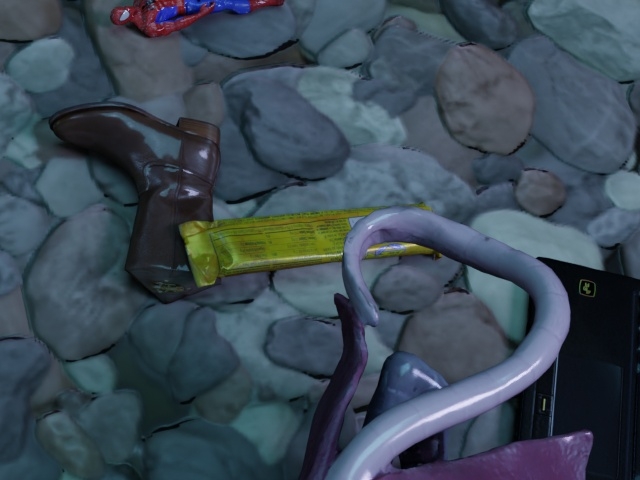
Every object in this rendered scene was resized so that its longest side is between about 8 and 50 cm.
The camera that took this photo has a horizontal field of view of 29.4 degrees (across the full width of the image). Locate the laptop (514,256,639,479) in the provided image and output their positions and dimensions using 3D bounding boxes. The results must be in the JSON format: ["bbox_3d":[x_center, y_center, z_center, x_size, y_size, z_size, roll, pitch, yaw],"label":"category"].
[{"bbox_3d":[0.245,0.105,0.627,0.264,0.136,0.234,13,58,-2],"label":"laptop"}]

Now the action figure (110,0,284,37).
[{"bbox_3d":[-0.081,-0.157,0.795,0.115,0.030,0.038,-18,69,-17],"label":"action figure"}]

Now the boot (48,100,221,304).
[{"bbox_3d":[-0.108,-0.021,0.704,0.107,0.037,0.114,5,63,-8],"label":"boot"}]

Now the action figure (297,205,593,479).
[{"bbox_3d":[-0.012,0.159,0.456,0.248,0.275,0.370,20,20,38],"label":"action figure"}]

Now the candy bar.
[{"bbox_3d":[0.000,0.000,0.705,0.162,0.018,0.040,-6,63,-24],"label":"candy bar"}]
